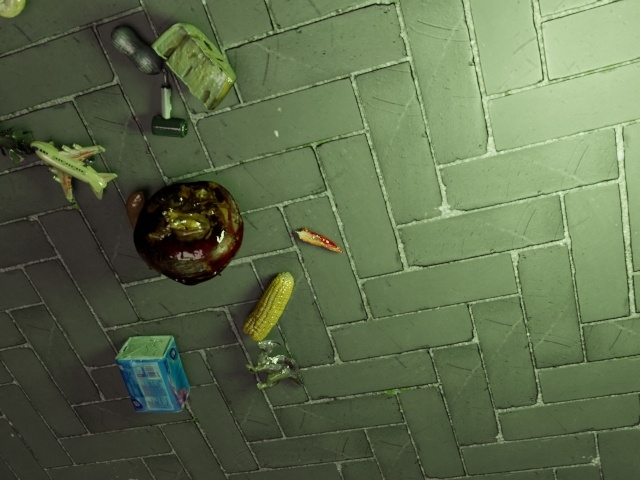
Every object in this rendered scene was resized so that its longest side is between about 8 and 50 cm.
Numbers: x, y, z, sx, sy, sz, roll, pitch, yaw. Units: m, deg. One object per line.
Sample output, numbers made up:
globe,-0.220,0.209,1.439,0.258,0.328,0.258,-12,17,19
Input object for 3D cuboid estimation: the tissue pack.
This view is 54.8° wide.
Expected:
tissue pack,-0.616,0.496,2.294,0.198,0.146,0.264,-3,120,12

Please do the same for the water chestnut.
water chestnut,-0.402,-0.038,1.853,0.334,0.336,0.347,1,156,8

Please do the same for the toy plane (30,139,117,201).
toy plane,-0.772,-0.233,1.917,0.256,0.104,0.242,38,121,-14

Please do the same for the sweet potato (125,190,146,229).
sweet potato,-0.599,-0.090,2.003,0.068,0.068,0.226,16,135,-1

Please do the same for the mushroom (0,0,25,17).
mushroom,-0.865,-0.679,1.666,0.147,0.112,0.148,3,111,7

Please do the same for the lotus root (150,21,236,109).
lotus root,-0.336,-0.483,1.691,0.119,0.138,0.235,-37,108,20

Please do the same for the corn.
corn,-0.174,0.225,2.106,0.101,0.101,0.292,28,116,-8

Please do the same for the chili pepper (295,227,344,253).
chili pepper,0.000,0.000,1.985,0.178,0.027,0.045,23,125,-5

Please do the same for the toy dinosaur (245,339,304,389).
toy dinosaur,-0.170,0.464,2.232,0.162,0.077,0.294,-29,138,7

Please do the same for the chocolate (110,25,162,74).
chocolate,-0.513,-0.530,1.727,0.167,0.072,0.072,43,117,-14

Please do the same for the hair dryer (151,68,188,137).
hair dryer,-0.445,-0.401,1.807,0.100,0.057,0.198,4,115,4

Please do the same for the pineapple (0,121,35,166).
pineapple,-1.035,-0.322,1.899,0.277,0.119,0.130,16,102,-4
